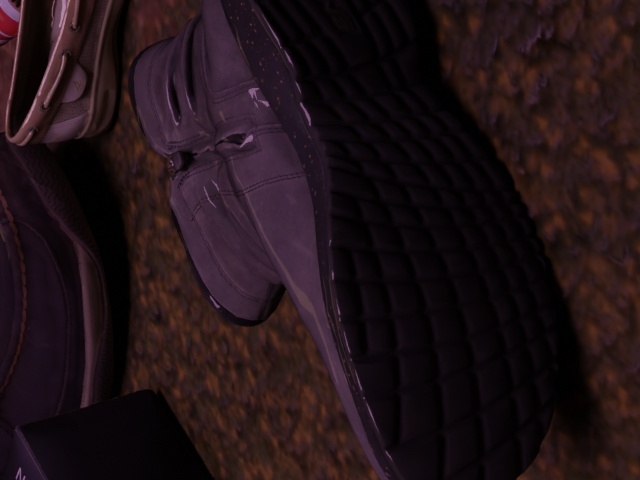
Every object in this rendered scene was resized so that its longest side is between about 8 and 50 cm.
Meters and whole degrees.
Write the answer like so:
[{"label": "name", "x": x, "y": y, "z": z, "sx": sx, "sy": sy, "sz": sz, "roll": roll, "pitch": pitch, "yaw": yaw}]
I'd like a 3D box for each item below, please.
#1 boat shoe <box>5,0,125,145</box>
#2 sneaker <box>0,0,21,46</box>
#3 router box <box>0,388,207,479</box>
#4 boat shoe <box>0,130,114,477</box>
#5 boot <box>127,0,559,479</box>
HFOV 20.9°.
[{"label": "boat shoe", "x": -0.125, "y": -0.117, "z": 0.820, "sx": 0.056, "sy": 0.048, "sz": 0.153, "roll": 39, "pitch": 131, "yaw": 42}, {"label": "sneaker", "x": -0.178, "y": -0.156, "z": 0.889, "sx": 0.067, "sy": 0.042, "sz": 0.118, "roll": -29, "pitch": 80, "yaw": 52}, {"label": "router box", "x": -0.075, "y": 0.268, "z": 0.855, "sx": 0.309, "sy": 0.081, "sz": 0.243, "roll": 54, "pitch": 140, "yaw": 29}, {"label": "boat shoe", "x": -0.207, "y": 0.095, "z": 0.941, "sx": 0.132, "sy": 0.130, "sz": 0.355, "roll": 51, "pitch": 139, "yaw": 33}, {"label": "boot", "x": 0.000, "y": 0.000, "z": 0.672, "sx": 0.161, "sy": 0.083, "sz": 0.246, "roll": -50, "pitch": 55, "yaw": 58}]
